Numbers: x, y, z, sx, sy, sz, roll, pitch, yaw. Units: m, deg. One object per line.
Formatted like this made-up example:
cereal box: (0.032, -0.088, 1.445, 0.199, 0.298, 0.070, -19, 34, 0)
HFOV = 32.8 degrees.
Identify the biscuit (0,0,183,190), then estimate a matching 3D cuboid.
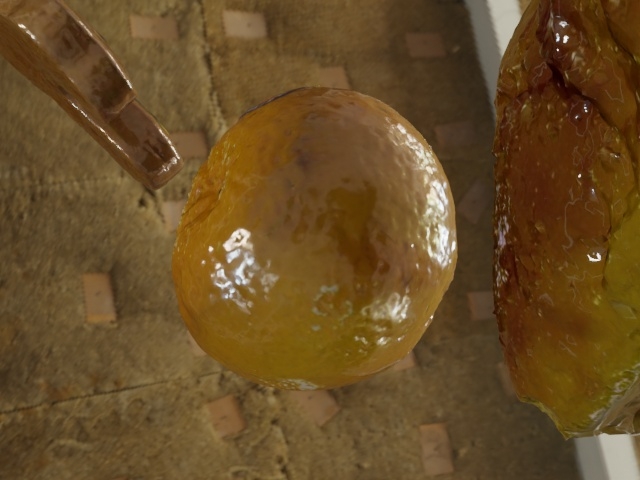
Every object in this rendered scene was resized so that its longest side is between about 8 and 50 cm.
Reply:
biscuit: (-0.218, -0.164, 0.755, 0.334, 0.202, 0.047, 39, -101, 26)

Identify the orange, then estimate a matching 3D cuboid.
orange: (-0.004, 0.000, 0.633, 0.155, 0.177, 0.178, 40, -121, -26)

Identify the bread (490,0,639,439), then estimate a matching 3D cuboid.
bread: (0.116, -0.080, 0.359, 0.109, 0.380, 0.185, -9, -125, -8)
